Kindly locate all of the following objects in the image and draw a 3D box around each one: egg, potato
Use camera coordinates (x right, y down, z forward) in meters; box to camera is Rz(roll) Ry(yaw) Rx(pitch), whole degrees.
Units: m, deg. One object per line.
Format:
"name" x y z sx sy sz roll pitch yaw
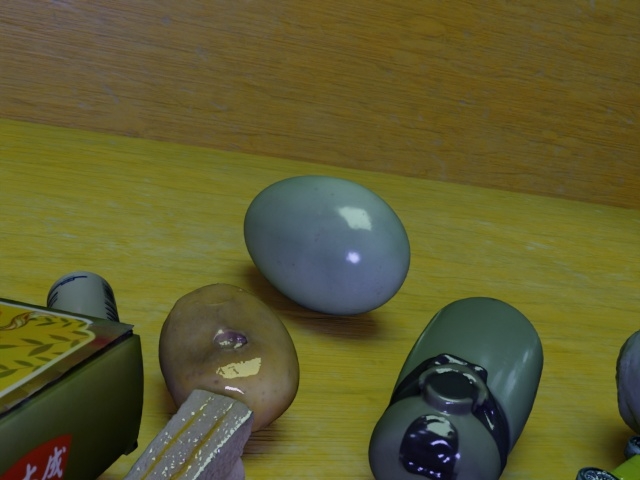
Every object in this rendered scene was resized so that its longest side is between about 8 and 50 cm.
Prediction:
"egg" 0.000 0.000 1.288 0.230 0.229 0.371 0 16 -36
"potato" -0.107 0.143 0.894 0.150 0.146 0.234 -32 35 4

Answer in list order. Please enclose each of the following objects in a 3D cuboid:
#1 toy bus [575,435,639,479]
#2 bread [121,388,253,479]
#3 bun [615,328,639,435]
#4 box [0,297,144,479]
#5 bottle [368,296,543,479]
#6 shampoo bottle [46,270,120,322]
"toy bus" 0.334 0.290 0.726 0.262 0.128 0.150 -6 24 -44
"bread" -0.139 0.214 0.689 0.077 0.105 0.152 14 14 31
"bun" 0.529 0.227 0.916 0.355 0.194 0.354 22 4 -2
"box" -0.416 0.146 0.595 0.421 0.138 0.373 10 13 14
"bottle" 0.163 0.191 0.876 0.169 0.168 0.347 17 20 17
"shampoo bottle" -0.280 0.132 0.891 0.092 0.092 0.303 5 18 -21
